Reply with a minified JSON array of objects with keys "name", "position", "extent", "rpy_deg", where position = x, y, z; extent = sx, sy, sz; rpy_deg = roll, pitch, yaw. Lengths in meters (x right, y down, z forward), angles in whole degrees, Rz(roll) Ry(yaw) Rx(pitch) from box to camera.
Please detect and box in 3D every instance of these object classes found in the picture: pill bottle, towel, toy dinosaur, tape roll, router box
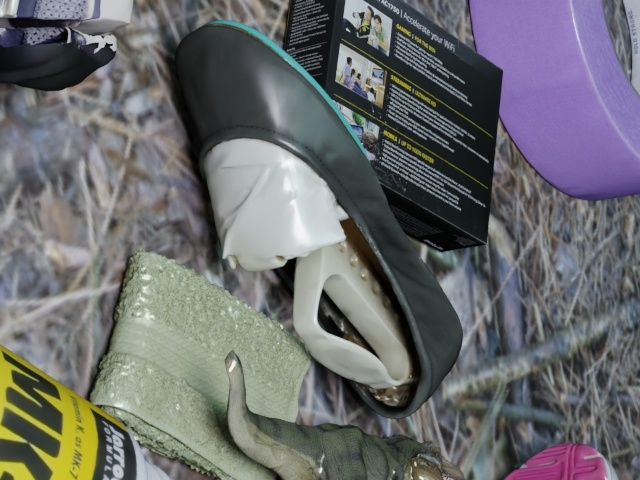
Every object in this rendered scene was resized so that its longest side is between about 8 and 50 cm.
[{"name":"pill bottle","position":[-0.155,0.113,0.751],"extent":[0.208,0.119,0.119],"rpy_deg":[39,55,-37]},{"name":"towel","position":[-0.064,0.077,0.931],"extent":[0.148,0.027,0.110],"rpy_deg":[35,57,-39]},{"name":"toy dinosaur","position":[0.005,0.152,0.953],"extent":[0.268,0.064,0.118],"rpy_deg":[31,56,-57]},{"name":"tape roll","position":[0.230,-0.172,1.268],"extent":[0.275,0.090,0.275],"rpy_deg":[13,72,-47]},{"name":"router box","position":[0.048,-0.084,1.075],"extent":[0.179,0.046,0.133],"rpy_deg":[28,62,-43]}]

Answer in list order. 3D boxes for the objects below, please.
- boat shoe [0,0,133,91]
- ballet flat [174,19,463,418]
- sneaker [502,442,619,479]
[{"name":"boat shoe","position":[-0.179,-0.246,0.784],"extent":[0.158,0.127,0.340],"rpy_deg":[-4,86,-56]},{"name":"ballet flat","position":[0.000,0.000,0.962],"extent":[0.280,0.095,0.096],"rpy_deg":[52,41,-28]},{"name":"sneaker","position":[0.158,0.263,1.102],"extent":[0.111,0.103,0.252],"rpy_deg":[32,66,-45]}]
